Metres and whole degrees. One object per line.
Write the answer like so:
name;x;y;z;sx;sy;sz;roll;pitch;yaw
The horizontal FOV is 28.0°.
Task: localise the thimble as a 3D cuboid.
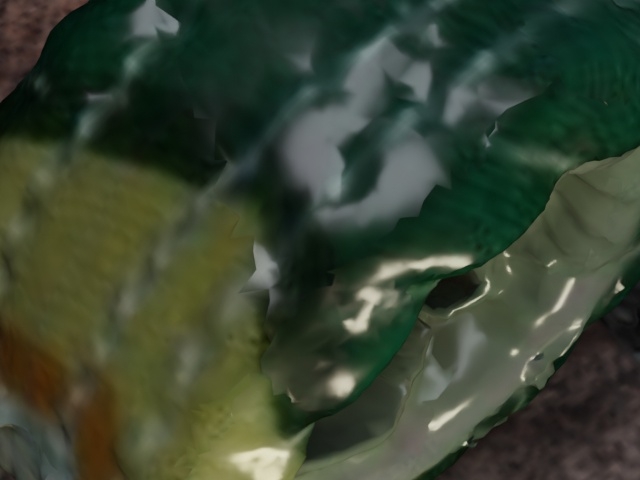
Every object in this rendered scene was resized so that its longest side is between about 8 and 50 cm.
thimble;0.000;0.000;0.484;0.288;0.254;0.167;-40;67;-11
